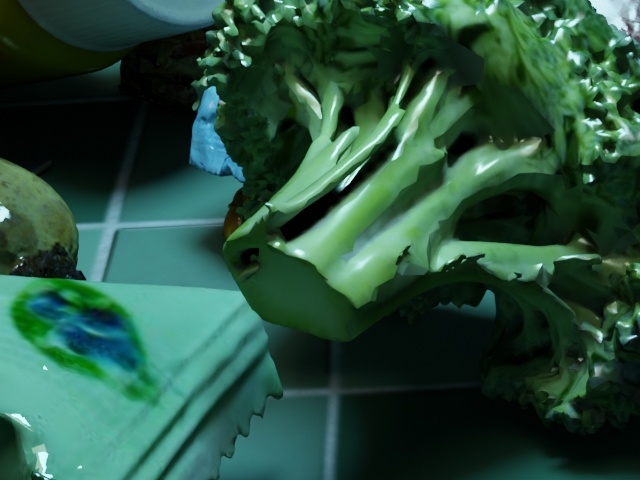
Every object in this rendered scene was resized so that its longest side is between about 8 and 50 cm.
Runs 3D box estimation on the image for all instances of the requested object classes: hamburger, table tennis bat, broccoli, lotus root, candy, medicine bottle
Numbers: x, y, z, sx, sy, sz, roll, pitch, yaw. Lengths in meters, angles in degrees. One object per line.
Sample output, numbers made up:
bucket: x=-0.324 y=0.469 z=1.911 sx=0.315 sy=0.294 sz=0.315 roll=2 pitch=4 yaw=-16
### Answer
hamburger: x=-0.075 y=-0.188 z=1.683 sx=0.231 sy=0.106 sz=0.231 roll=-3 pitch=27 yaw=2
table tennis bat: x=-0.248 y=-0.047 z=1.549 sx=0.050 sy=0.007 sz=0.083 roll=11 pitch=34 yaw=29
broccoli: x=0.061 y=-0.021 z=1.183 sx=0.302 sy=0.375 sz=0.249 roll=-40 pitch=-1 yaw=-22
lotus root: x=-0.256 y=-0.004 z=1.321 sx=0.214 sy=0.138 sz=0.138 roll=38 pitch=46 yaw=22
candy: x=-0.240 y=0.123 z=1.112 sx=0.398 sy=0.172 sz=0.263 roll=-13 pitch=12 yaw=28
medicine bottle: x=-0.236 y=-0.244 z=1.580 sx=0.224 sy=0.224 sz=0.384 roll=-30 pitch=18 yaw=-39

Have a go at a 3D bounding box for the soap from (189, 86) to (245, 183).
soap: x=0.040 y=-0.088 z=1.452 sx=0.156 sy=0.077 sz=0.293 roll=20 pitch=21 yaw=38

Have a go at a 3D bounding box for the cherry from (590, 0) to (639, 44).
cherry: x=0.224 y=-0.108 z=1.371 sx=0.203 sy=0.230 sz=0.300 roll=-39 pitch=22 yaw=34

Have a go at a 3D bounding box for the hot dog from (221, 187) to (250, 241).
hot dog: x=0.000 y=0.000 z=1.371 sx=0.188 sy=0.055 sz=0.072 roll=21 pitch=38 yaw=37
